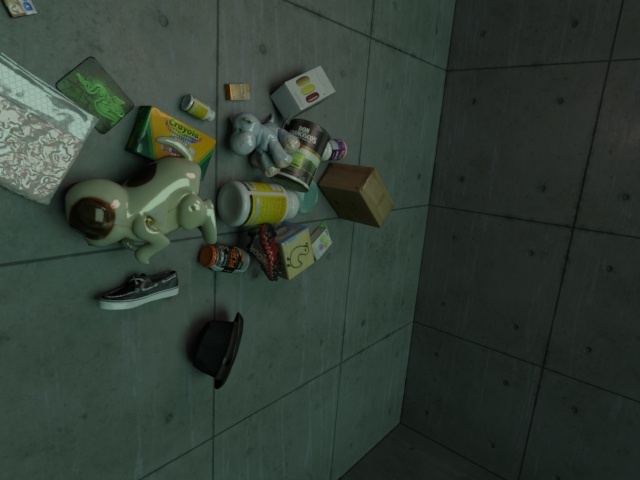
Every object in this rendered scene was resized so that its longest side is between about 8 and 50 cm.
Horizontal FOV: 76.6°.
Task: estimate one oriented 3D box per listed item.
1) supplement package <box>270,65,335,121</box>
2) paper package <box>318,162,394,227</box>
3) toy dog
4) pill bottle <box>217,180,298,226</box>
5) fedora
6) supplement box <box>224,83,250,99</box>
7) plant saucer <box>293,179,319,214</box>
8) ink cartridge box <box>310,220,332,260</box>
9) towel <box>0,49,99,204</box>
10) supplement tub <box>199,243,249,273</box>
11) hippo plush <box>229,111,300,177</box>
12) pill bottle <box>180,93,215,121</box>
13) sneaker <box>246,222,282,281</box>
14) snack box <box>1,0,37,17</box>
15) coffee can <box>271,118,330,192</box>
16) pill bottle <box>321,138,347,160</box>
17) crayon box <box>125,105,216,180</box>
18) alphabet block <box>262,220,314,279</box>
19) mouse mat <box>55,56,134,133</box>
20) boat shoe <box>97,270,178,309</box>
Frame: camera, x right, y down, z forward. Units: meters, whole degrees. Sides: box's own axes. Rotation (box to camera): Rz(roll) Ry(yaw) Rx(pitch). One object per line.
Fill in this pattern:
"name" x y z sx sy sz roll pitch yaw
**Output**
"supplement package" -0.078 -0.657 1.817 0.244 0.134 0.139 -42 105 -35
"paper package" 0.194 -0.245 2.171 0.168 0.310 0.324 -58 138 -17
"toy dog" -0.574 -0.109 1.291 0.408 0.285 0.394 -19 136 -35
"pill bottle" -0.257 -0.157 1.750 0.334 0.188 0.187 -4 105 -49
"fedora" -0.446 0.451 1.718 0.153 0.334 0.333 19 86 -16
"supplement box" -0.334 -0.599 1.635 0.099 0.036 0.062 -24 120 -45
"plant saucer" -0.061 -0.225 2.088 0.195 0.038 0.194 -20 117 -45
"ink cartridge box" 0.000 0.000 2.214 0.209 0.062 0.108 -49 134 -30
"towel" -0.834 -0.304 1.109 0.332 0.054 0.316 38 73 -48
"supplement tub" -0.403 0.076 1.706 0.191 0.117 0.116 13 92 -52
"hippo plush" -0.236 -0.425 1.652 0.237 0.235 0.293 18 88 -52
"pill bottle" -0.452 -0.487 1.505 0.116 0.065 0.065 22 85 -51
"sneaker" -0.247 0.054 1.762 0.097 0.135 0.275 -59 144 -57
"snack box" -0.812 -0.676 1.041 0.064 0.022 0.178 -41 130 -37
"coffee can" -0.096 -0.385 1.861 0.202 0.202 0.275 30 78 -51
"pill bottle" 0.037 -0.462 2.072 0.194 0.108 0.107 -16 114 -47
"crayon box" -0.526 -0.341 1.449 0.279 0.081 0.165 21 85 -51
"alphabet block" -0.168 0.041 1.920 0.192 0.194 0.196 -34 126 -38
"mouse mat" -0.697 -0.451 1.268 0.152 0.007 0.189 -56 139 -22
"boat shoe" -0.644 0.168 1.454 0.301 0.108 0.102 -11 110 -51
